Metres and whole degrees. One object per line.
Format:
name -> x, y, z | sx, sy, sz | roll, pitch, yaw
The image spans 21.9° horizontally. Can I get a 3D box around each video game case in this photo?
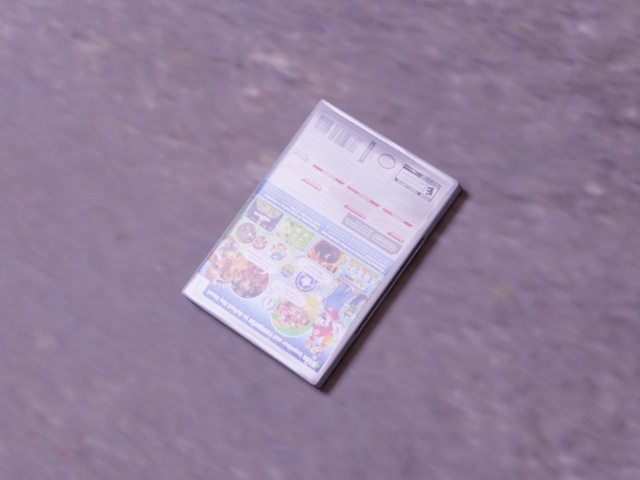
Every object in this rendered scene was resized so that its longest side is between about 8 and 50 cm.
video game case -> 0.000, 0.000, 0.816 | 0.087, 0.011, 0.122 | 33, 83, 21
